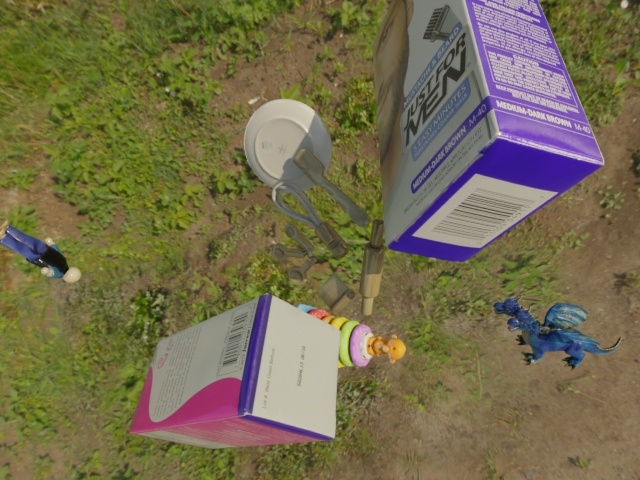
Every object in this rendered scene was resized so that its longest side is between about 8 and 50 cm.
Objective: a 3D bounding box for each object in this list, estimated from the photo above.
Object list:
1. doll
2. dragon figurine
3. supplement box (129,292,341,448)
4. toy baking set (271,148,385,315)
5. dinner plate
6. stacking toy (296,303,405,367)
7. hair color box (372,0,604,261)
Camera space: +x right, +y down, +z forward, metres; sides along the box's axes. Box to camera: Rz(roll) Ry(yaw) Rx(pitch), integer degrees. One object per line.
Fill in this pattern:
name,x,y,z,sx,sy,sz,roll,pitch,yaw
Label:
doll,-0.606,0.031,0.874,0.046,0.189,0.129,-39,39,1
dragon figurine,0.491,0.185,0.803,0.290,0.144,0.085,5,45,6
supplement box,-0.096,0.155,0.437,0.220,0.114,0.111,-25,45,37
toy baking set,0.006,0.003,0.601,0.197,0.030,0.256,22,125,21
dinner plate,-0.052,-0.137,0.600,0.141,0.017,0.141,7,114,16
stacking toy,0.076,0.263,1.030,0.302,0.166,0.175,-3,69,32
hair color box,0.144,-0.170,0.442,0.110,0.185,0.338,11,59,-14
